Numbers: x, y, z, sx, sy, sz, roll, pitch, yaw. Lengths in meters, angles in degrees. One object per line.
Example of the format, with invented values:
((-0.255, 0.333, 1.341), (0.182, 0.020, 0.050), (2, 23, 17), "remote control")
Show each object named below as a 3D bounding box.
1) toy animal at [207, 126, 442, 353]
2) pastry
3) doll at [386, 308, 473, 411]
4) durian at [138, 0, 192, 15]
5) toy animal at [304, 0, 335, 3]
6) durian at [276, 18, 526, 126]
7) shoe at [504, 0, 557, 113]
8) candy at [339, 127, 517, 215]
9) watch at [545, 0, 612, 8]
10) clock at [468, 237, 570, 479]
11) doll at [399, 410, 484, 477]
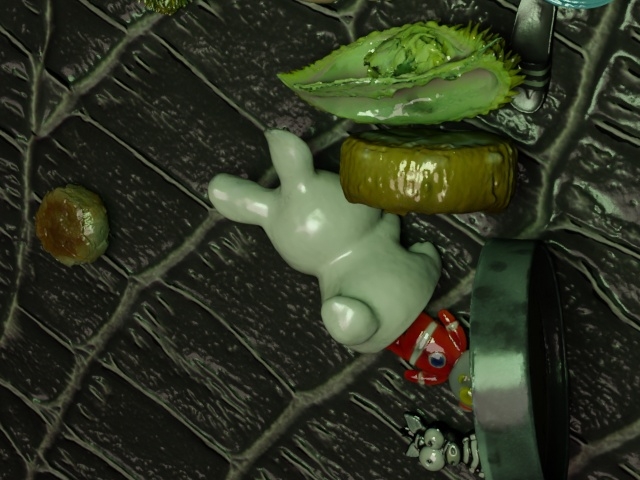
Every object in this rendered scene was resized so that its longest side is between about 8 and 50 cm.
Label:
((0.006, -0.001, 1.632), (0.196, 0.241, 0.367), (-39, 89, 28), "toy animal")
((-0.448, -0.027, 1.918), (0.153, 0.081, 0.153), (10, 115, 23), "pastry")
((0.217, 0.199, 1.704), (0.245, 0.076, 0.142), (35, 119, 14), "doll")
((-0.238, -0.441, 1.659), (0.108, 0.119, 0.187), (4, 108, 27), "durian")
((0.039, -0.478, 1.483), (0.326, 0.237, 0.269), (-17, 88, 26), "toy animal")
((0.131, -0.229, 1.538), (0.355, 0.169, 0.157), (-5, 107, 32), "durian")
((0.295, -0.267, 1.519), (0.071, 0.049, 0.179), (14, 113, 20), "shoe")
((0.153, -0.102, 1.526), (0.260, 0.260, 0.118), (6, 102, 22), "candy")
((0.331, -0.407, 1.399), (0.211, 0.211, 0.193), (-18, 121, 28), "watch")
((0.288, 0.184, 1.493), (0.076, 0.386, 0.386), (-4, 106, 20), "clock")
((0.230, 0.342, 1.750), (0.219, 0.067, 0.091), (8, 115, 23), "doll")
